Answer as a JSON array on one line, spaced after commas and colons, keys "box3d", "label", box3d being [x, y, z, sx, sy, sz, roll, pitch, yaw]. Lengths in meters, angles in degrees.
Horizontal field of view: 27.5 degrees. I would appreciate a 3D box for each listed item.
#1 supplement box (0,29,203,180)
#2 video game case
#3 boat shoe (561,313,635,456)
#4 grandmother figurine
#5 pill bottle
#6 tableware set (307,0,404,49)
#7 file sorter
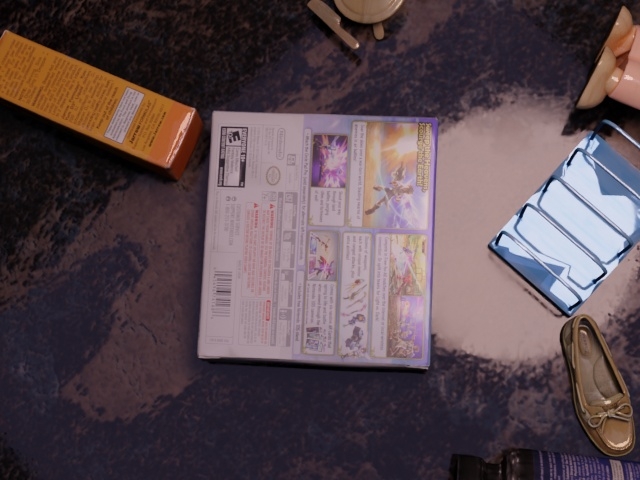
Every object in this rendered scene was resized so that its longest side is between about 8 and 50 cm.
[{"box3d": [-0.250, -0.147, 1.429, 0.233, 0.078, 0.080, 22, 83, 6], "label": "supplement box"}, {"box3d": [0.000, 0.000, 1.400, 0.244, 0.061, 0.269, 2, 82, 5], "label": "video game case"}, {"box3d": [0.292, 0.152, 1.367, 0.056, 0.048, 0.153, -13, 81, 1], "label": "boat shoe"}, {"box3d": [0.455, -0.134, 1.379, 0.342, 0.104, 0.208, 25, 69, 4], "label": "grandmother figurine"}, {"box3d": [0.242, 0.275, 1.314, 0.219, 0.123, 0.122, 7, 82, 4], "label": "pill bottle"}, {"box3d": [0.021, -0.317, 1.461, 0.194, 0.039, 0.128, 45, 98, 14], "label": "tableware set"}, {"box3d": [0.278, -0.025, 1.367, 0.118, 0.104, 0.170, 42, 86, 9], "label": "file sorter"}]
